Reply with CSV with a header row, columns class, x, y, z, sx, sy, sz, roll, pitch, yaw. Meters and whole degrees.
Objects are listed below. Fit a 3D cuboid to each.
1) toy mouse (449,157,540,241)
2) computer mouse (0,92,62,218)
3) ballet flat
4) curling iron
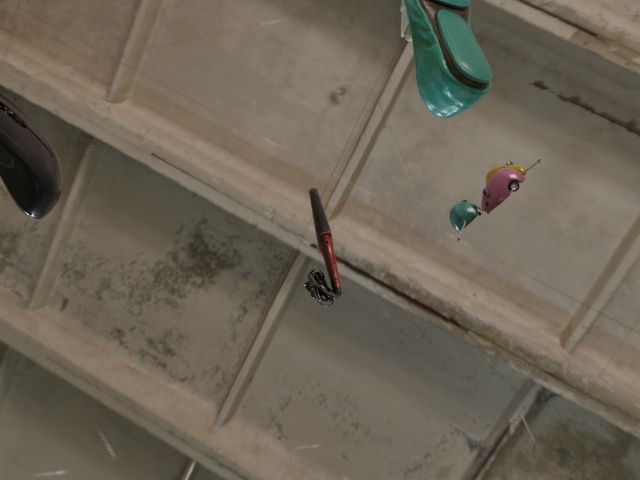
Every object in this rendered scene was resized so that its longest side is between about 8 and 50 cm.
class,x,y,z,sx,sy,sz,roll,pitch,yaw
toy mouse,0.200,-0.052,0.714,0.143,0.161,0.031,-42,-92,-22
computer mouse,-0.472,-0.150,0.908,0.072,0.189,0.272,-16,-46,-4
ballet flat,0.126,-0.238,0.653,0.083,0.248,0.087,11,-33,-24
curling iron,0.000,0.000,1.068,0.068,0.274,0.035,23,-47,-28
